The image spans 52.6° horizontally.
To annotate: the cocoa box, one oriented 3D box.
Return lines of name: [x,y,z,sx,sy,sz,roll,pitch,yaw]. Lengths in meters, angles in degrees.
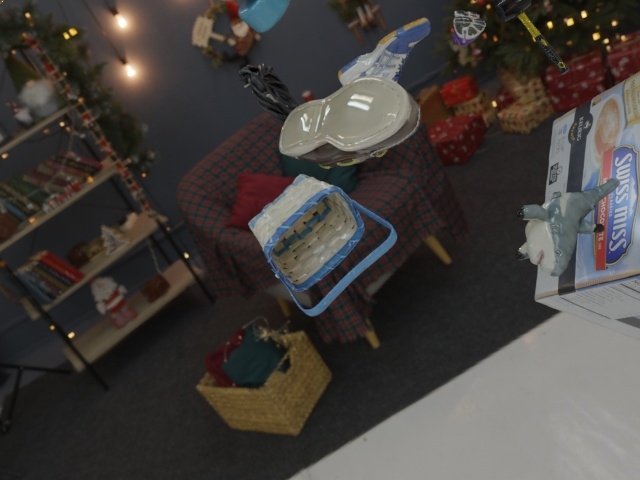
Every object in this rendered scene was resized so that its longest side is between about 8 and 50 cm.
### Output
cocoa box: [0.514,-0.049,1.014,0.228,0.232,0.347,145,141,-65]

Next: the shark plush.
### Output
shark plush: [0.281,-0.016,0.721,0.161,0.073,0.067,-26,41,-32]

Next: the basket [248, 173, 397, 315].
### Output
basket: [0.000,0.000,1.415,0.255,0.201,0.289,-41,42,-3]

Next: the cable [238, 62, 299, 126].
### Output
cable: [-0.074,-0.264,1.201,0.047,0.150,0.184,-44,-3,16]

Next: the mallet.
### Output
mallet: [0.401,-0.388,1.231,0.062,0.189,0.039,-25,-15,5]

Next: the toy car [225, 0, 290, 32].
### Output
toy car: [-0.082,-0.445,0.836,0.238,0.219,0.210,-36,37,28]

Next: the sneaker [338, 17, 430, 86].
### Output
sneaker: [0.193,-0.483,1.765,0.296,0.131,0.112,-30,4,35]

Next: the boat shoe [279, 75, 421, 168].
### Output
boat shoe: [0.053,-0.173,1.015,0.324,0.097,0.116,-2,72,57]

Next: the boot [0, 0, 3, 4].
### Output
boot: [-0.575,-0.436,0.939,0.211,0.104,0.295,-49,-12,35]

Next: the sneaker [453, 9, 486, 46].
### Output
sneaker: [0.321,-0.454,1.417,0.068,0.071,0.170,8,30,8]
